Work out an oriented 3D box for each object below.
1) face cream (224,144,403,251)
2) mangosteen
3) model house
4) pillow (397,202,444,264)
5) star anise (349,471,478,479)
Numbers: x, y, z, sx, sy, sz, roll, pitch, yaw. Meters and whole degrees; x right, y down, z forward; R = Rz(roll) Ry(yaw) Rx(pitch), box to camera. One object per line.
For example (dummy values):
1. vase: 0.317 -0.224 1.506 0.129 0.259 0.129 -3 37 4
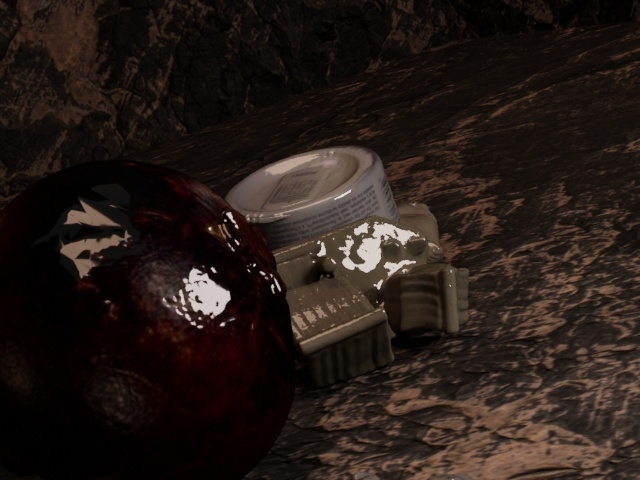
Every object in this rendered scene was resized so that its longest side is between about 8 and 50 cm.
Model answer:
1. face cream: 0.000 0.000 1.917 0.177 0.153 0.177 -17 21 7
2. mangosteen: -0.167 0.080 1.471 0.293 0.297 0.297 -15 11 5
3. model house: 0.031 0.060 1.728 0.229 0.122 0.188 -16 13 -15
4. pillow: 0.018 0.015 2.109 0.270 0.067 0.173 -14 17 13
5. star anise: 0.052 0.192 1.190 0.172 0.063 0.208 -17 11 -11
